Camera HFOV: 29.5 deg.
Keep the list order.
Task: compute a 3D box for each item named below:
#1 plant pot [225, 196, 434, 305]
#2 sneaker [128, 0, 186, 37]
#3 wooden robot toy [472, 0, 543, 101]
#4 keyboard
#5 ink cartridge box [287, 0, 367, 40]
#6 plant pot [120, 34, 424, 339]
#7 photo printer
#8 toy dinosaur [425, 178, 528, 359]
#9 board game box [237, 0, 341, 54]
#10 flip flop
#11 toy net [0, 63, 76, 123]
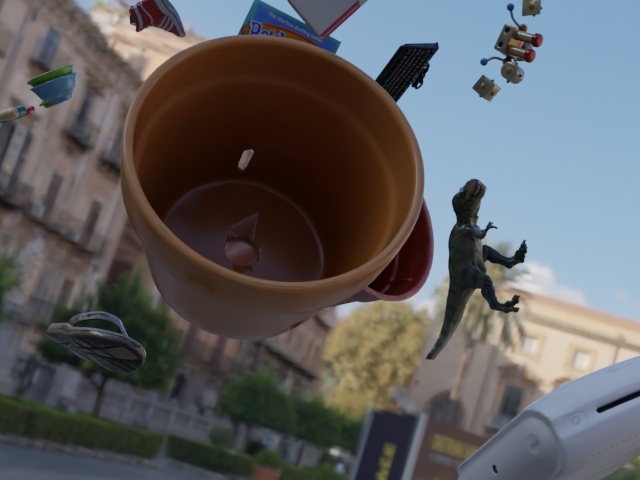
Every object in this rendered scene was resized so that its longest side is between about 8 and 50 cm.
[{"bbox_3d":[0.000,0.000,2.018,0.265,0.272,0.272,-21,-34,40],"label":"plant pot"},{"bbox_3d":[-0.256,-0.340,1.887,0.067,0.042,0.118,-26,-24,6],"label":"sneaker"},{"bbox_3d":[0.305,-0.286,1.862,0.076,0.173,0.079,28,5,33],"label":"wooden robot toy"},{"bbox_3d":[0.149,-0.288,2.159,0.108,0.023,0.180,-7,-26,-33],"label":"keyboard"},{"bbox_3d":[0.046,-0.412,1.879,0.092,0.158,0.218,47,21,-8],"label":"ink cartridge box"},{"bbox_3d":[-0.062,-0.031,1.224,0.290,0.291,0.203,18,-33,-4],"label":"plant pot"},{"bbox_3d":[0.341,0.255,1.588,0.256,0.107,0.307,-16,-22,-26],"label":"photo printer"},{"bbox_3d":[0.228,0.046,1.726,0.118,0.268,0.064,9,10,0],"label":"toy dinosaur"},{"bbox_3d":[-0.083,-0.264,1.985,0.160,0.210,0.047,25,-2,-8],"label":"board game box"},{"bbox_3d":[-0.381,0.161,2.080,0.112,0.080,0.277,43,-21,-25],"label":"flip flop"},{"bbox_3d":[-0.448,-0.181,1.684,0.232,0.045,0.122,-26,11,-26],"label":"toy net"}]
